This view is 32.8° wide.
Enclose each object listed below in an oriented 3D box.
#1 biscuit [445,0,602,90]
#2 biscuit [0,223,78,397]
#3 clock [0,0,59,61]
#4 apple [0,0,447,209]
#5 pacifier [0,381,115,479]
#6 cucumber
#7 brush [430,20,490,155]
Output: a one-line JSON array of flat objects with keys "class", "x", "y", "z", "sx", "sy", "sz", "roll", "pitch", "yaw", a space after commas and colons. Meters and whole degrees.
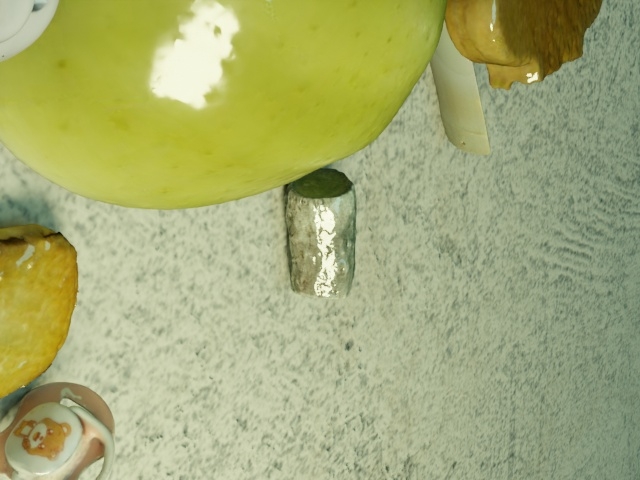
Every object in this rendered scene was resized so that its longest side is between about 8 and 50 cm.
[{"class": "biscuit", "x": 0.176, "y": -0.343, "z": 0.991, "sx": 0.368, "sy": 0.076, "sz": 0.394, "roll": -39, "pitch": 126, "yaw": -53}, {"class": "biscuit", "x": -0.235, "y": 0.057, "z": 0.624, "sx": 0.247, "sy": 0.029, "sz": 0.118, "roll": -16, "pitch": 123, "yaw": -54}, {"class": "clock", "x": -0.178, "y": -0.192, "z": 0.503, "sx": 0.189, "sy": 0.189, "sz": 0.253, "roll": -19, "pitch": 134, "yaw": -52}, {"class": "apple", "x": -0.054, "y": -0.202, "z": 0.736, "sx": 0.320, "sy": 0.311, "sz": 0.360, "roll": -36, "pitch": 157, "yaw": 26}, {"class": "pacifier", "x": -0.177, "y": 0.147, "z": 0.720, "sx": 0.099, "sy": 0.081, "sz": 0.078, "roll": -51, "pitch": 169, "yaw": -31}, {"class": "cucumber", "x": 0.000, "y": -0.002, "z": 0.933, "sx": 0.064, "sy": 0.064, "sz": 0.111, "roll": -31, "pitch": 131, "yaw": -47}, {"class": "brush", "x": 0.105, "y": -0.199, "z": 1.009, "sx": 0.050, "sy": 0.060, "sz": 0.321, "roll": -43, "pitch": 137, "yaw": -22}]
